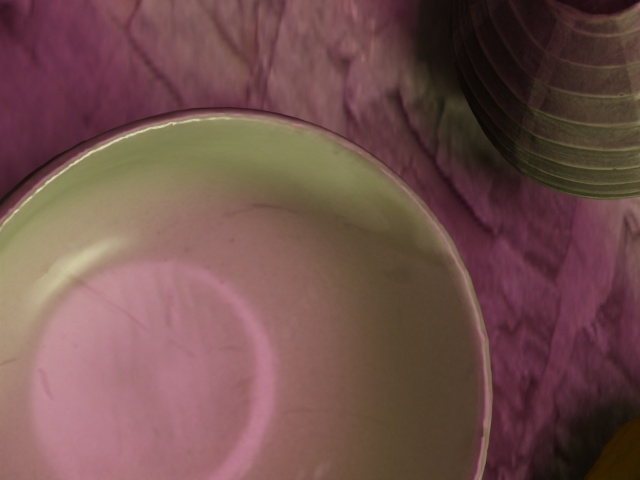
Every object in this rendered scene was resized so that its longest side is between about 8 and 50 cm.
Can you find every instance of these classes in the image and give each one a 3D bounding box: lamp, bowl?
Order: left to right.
[{"bbox_3d":[-0.071,0.084,0.567,0.307,0.163,0.307,-2,94,-28],"label":"bowl"},{"bbox_3d":[0.206,-0.159,0.717,0.233,0.233,0.265,1,77,-32],"label":"lamp"}]

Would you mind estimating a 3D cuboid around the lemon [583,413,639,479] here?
[{"bbox_3d":[0.305,0.260,0.760,0.268,0.268,0.322,42,72,-25],"label":"lemon"}]

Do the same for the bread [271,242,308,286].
[{"bbox_3d":[0.000,0.000,0.680,0.082,0.056,0.115,-40,110,-25],"label":"bread"}]
